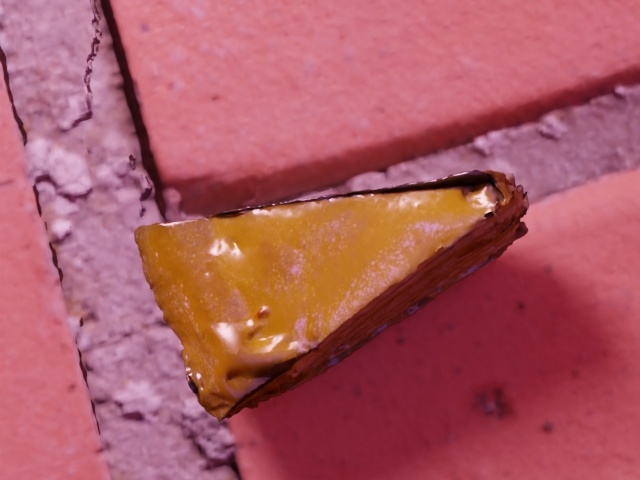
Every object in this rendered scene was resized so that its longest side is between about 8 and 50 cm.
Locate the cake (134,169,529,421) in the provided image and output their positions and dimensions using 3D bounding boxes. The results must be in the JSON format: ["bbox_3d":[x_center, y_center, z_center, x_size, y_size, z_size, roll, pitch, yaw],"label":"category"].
[{"bbox_3d":[0.002,0.001,0.800,0.185,0.079,0.116,-42,70,9],"label":"cake"}]
